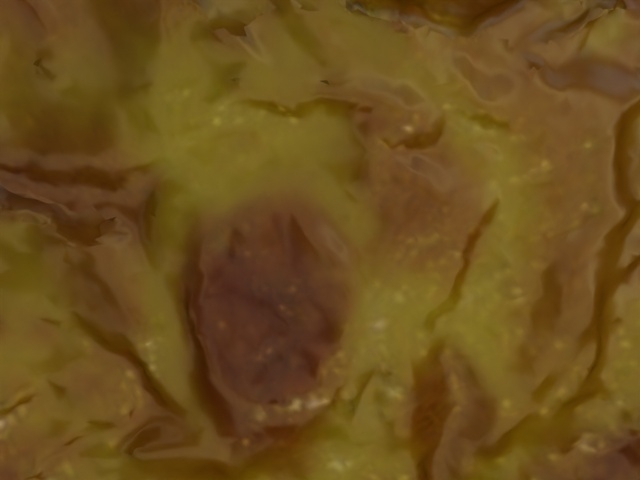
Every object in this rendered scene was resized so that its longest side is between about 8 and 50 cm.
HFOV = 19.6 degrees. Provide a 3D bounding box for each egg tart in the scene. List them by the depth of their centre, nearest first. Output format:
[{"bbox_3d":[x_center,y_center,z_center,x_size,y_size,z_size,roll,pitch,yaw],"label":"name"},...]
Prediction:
[{"bbox_3d":[0.000,0.000,0.548,0.295,0.116,0.295,0,-104,2],"label":"egg tart"}]
